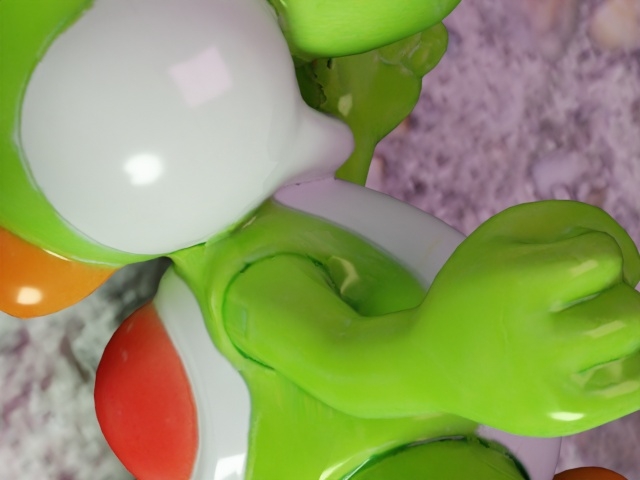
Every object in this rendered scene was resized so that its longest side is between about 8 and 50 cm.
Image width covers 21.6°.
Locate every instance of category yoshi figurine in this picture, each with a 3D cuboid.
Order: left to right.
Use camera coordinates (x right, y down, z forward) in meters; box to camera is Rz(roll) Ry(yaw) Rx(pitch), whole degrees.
[{"bbox_3d":[0.024,-0.012,0.501,0.362,0.203,0.203,58,46,-17],"label":"yoshi figurine"}]
